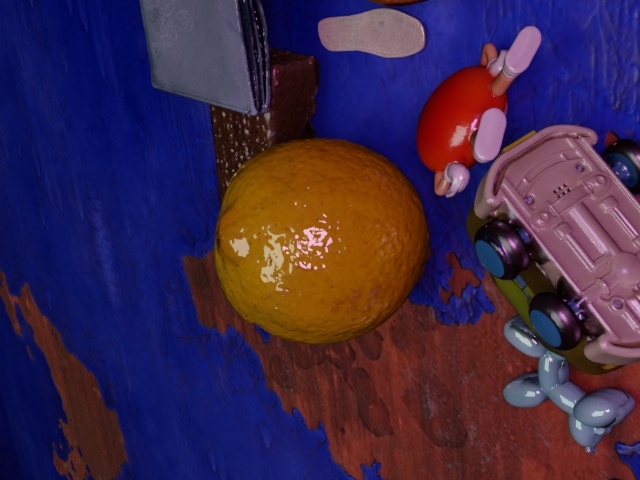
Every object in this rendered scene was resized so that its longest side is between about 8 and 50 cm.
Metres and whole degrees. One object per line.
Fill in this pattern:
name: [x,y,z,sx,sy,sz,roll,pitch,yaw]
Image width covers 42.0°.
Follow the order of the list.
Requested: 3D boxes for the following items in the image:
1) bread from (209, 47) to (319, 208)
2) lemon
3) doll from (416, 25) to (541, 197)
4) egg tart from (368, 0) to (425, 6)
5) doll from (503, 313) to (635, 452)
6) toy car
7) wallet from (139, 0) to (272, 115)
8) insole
bread: [-0.076,-0.081,1.267,0.165,0.113,0.416,25,127,43]
lemon: [-0.001,0.000,1.077,0.293,0.293,0.292,26,126,41]
doll: [0.165,-0.131,0.930,0.183,0.085,0.217,-69,13,-13]
egg tart: [0.101,-0.359,0.855,0.215,0.215,0.170,-48,56,50]
doll: [0.291,0.172,0.990,0.159,0.059,0.159,11,114,48]
toy car: [0.259,0.024,0.880,0.247,0.204,0.198,55,163,13]
wallet: [-0.170,-0.327,1.120,0.251,0.054,0.290,25,130,43]
insole: [0.063,-0.270,1.087,0.192,0.010,0.063,14,118,46]
